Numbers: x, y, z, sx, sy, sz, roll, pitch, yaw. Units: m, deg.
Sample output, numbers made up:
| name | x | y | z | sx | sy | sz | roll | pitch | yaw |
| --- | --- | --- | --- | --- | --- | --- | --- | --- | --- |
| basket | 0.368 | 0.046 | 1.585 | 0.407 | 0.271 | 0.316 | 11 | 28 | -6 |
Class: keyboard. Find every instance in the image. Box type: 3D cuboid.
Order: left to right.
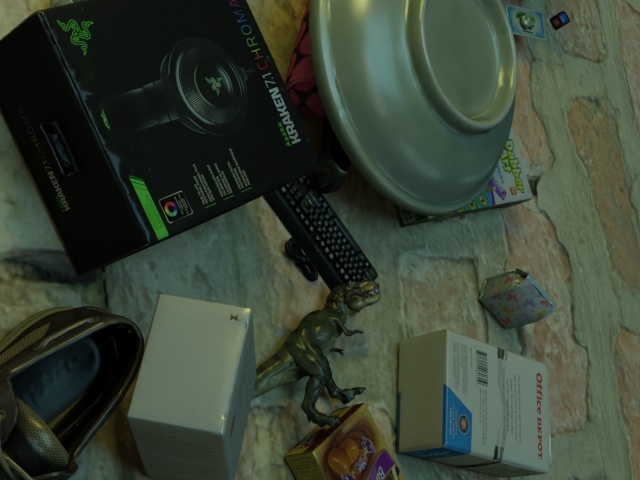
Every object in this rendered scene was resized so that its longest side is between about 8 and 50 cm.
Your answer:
| name | x | y | z | sx | sy | sz | roll | pitch | yaw |
| --- | --- | --- | --- | --- | --- | --- | --- | --- | --- |
| keyboard | 0.000 | 0.000 | 1.417 | 0.180 | 0.023 | 0.108 | 54 | 46 | -15 |

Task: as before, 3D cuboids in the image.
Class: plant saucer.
| name | x | y | z | sx | sy | sz | roll | pitch | yaw |
| --- | --- | --- | --- | --- | --- | --- | --- | --- | --- |
| plant saucer | 0.152 | -0.234 | 1.482 | 0.400 | 0.100 | 0.400 | 11 | 76 | -46 |

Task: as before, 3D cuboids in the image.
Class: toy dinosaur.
| name | x | y | z | sx | sy | sz | roll | pitch | yaw |
| --- | --- | --- | --- | --- | --- | --- | --- | --- | --- |
| toy dinosaur | -0.008 | 0.147 | 1.333 | 0.268 | 0.064 | 0.118 | -37 | 95 | -43 |

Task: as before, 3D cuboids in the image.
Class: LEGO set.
| name | x | y | z | sx | sy | sz | roll | pitch | yaw |
| --- | --- | --- | --- | --- | --- | --- | --- | --- | --- |
| LEGO set | 0.280 | -0.393 | 1.828 | 0.244 | 0.060 | 0.182 | 4 | 73 | -31 |

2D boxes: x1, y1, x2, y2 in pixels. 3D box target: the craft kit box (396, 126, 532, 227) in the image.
| name | x | y | z | sx | sy | sz | roll | pitch | yaw |
| --- | --- | --- | --- | --- | --- | --- | --- | --- | --- |
| craft kit box | 0.173 | -0.155 | 1.621 | 0.246 | 0.061 | 0.250 | -12 | 84 | -48 |

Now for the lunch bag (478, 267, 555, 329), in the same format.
| name | x | y | z | sx | sy | sz | roll | pitch | yaw |
| --- | --- | --- | --- | --- | --- | --- | --- | --- | --- |
| lunch bag | 0.273 | 0.078 | 1.610 | 0.071 | 0.083 | 0.053 | 45 | 49 | -22 |

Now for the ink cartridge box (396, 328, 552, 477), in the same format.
| name | x | y | z | sx | sy | sz | roll | pitch | yaw |
| --- | --- | --- | --- | --- | --- | --- | --- | --- | --- |
| ink cartridge box | 0.196 | 0.211 | 1.485 | 0.203 | 0.086 | 0.148 | 22 | 61 | -38 |

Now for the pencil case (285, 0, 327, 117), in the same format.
| name | x | y | z | sx | sy | sz | roll | pitch | yaw |
| --- | --- | --- | --- | --- | --- | --- | --- | --- | --- |
| pencil case | 0.021 | -0.247 | 1.480 | 0.098 | 0.095 | 0.209 | 40 | 54 | -32 |

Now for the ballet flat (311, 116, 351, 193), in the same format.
| name | x | y | z | sx | sy | sz | roll | pitch | yaw |
| --- | --- | --- | --- | --- | --- | --- | --- | --- | --- |
| ballet flat | 0.030 | -0.124 | 1.465 | 0.057 | 0.049 | 0.173 | 41 | 42 | -26 |

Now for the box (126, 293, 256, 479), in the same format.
| name | x | y | z | sx | sy | sz | roll | pitch | yaw |
| --- | --- | --- | --- | --- | --- | --- | --- | --- | --- |
| box | -0.119 | 0.150 | 1.130 | 0.091 | 0.170 | 0.130 | 9 | 60 | 4 |

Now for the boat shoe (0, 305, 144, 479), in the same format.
| name | x | y | z | sx | sy | sz | roll | pitch | yaw |
| --- | --- | --- | --- | --- | --- | --- | --- | --- | --- |
| boat shoe | -0.279 | 0.173 | 1.003 | 0.132 | 0.130 | 0.355 | 50 | 47 | -19 |

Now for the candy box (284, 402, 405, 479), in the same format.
| name | x | y | z | sx | sy | sz | roll | pitch | yaw |
| --- | --- | --- | --- | --- | --- | --- | --- | --- | --- |
| candy box | 0.048 | 0.294 | 1.336 | 0.109 | 0.053 | 0.187 | -36 | 103 | -46 |

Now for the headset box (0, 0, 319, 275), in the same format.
| name | x | y | z | sx | sy | sz | roll | pitch | yaw |
| --- | --- | --- | --- | --- | --- | --- | --- | --- | --- |
| headset box | -0.177 | -0.127 | 1.212 | 0.283 | 0.131 | 0.246 | -27 | 94 | -45 |

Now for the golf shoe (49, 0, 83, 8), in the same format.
| name | x | y | z | sx | sy | sz | roll | pitch | yaw |
| --- | --- | --- | --- | --- | --- | --- | --- | --- | --- |
| golf shoe | -0.256 | -0.295 | 1.259 | 0.086 | 0.069 | 0.176 | 35 | 48 | -6 |
